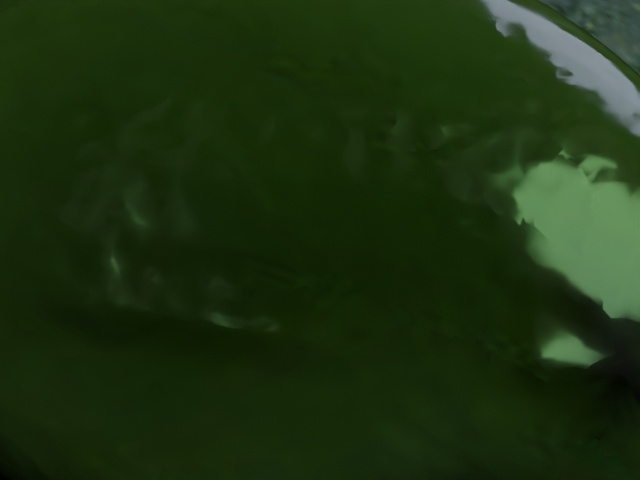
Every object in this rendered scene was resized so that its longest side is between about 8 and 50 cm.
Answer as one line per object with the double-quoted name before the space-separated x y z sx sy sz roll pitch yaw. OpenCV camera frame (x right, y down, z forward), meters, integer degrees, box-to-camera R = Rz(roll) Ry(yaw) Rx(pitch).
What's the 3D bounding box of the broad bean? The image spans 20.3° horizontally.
"broad bean" 0.000 0.000 0.508 0.263 0.121 0.189 14 75 -5
